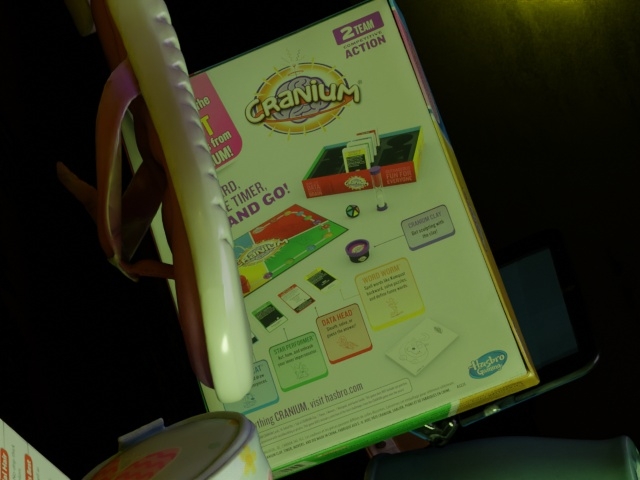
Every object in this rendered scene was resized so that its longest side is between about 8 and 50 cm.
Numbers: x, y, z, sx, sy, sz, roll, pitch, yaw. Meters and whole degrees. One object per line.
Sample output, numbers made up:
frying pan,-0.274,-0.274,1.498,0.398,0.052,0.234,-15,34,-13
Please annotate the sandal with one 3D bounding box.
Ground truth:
sandal,-0.127,-0.050,0.983,0.169,0.102,0.416,80,-7,-48

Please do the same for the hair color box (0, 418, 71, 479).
hair color box,-0.145,0.137,0.629,0.167,0.053,0.093,58,16,-48

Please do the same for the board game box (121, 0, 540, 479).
board game box,0.000,0.000,1.099,0.064,0.242,0.316,37,34,-72

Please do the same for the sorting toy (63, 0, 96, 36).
sorting toy,-0.202,-0.273,1.183,0.208,0.038,0.193,-70,137,-74

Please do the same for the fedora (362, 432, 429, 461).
fedora,0.081,0.177,1.573,0.194,0.079,0.194,-22,90,-79

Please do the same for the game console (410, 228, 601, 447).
game console,0.121,0.057,1.486,0.250,0.173,0.293,28,23,-14

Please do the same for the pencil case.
pencil case,-0.037,0.232,0.812,0.124,0.113,0.273,-105,171,-75

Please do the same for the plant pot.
plant pot,0.208,0.311,1.405,0.271,0.255,0.271,-17,90,-75
